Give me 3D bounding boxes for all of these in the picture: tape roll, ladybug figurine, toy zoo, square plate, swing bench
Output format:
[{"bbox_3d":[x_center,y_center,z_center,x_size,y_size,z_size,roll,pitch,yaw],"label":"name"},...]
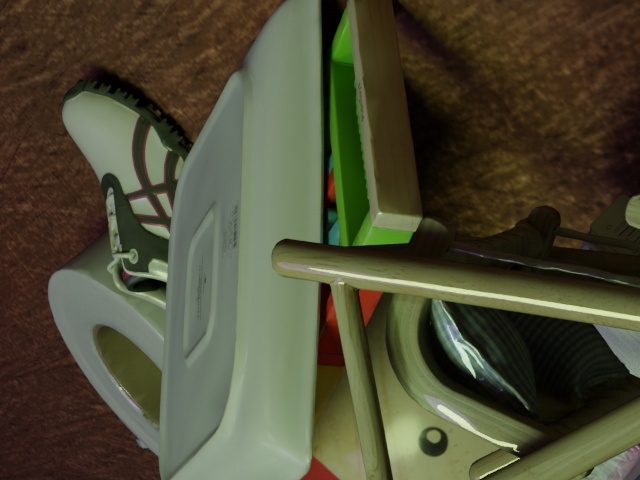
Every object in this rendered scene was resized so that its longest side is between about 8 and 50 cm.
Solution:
[{"bbox_3d":[-0.147,0.115,1.597,0.286,0.100,0.286,37,152,24],"label":"tape roll"},{"bbox_3d":[0.071,0.191,1.259,0.305,0.162,0.449,38,156,26],"label":"ladybug figurine"},{"bbox_3d":[0.000,0.000,1.078,0.293,0.030,0.192,114,158,-48],"label":"toy zoo"},{"bbox_3d":[-0.067,0.032,1.156,0.049,0.347,0.344,6,159,-14],"label":"square plate"},{"bbox_3d":[0.149,0.055,0.796,0.254,0.253,0.165,-12,87,21],"label":"swing bench"}]

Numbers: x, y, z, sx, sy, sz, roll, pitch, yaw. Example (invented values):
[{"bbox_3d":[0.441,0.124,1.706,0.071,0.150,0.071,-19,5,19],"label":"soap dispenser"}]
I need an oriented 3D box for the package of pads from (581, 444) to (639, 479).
[{"bbox_3d":[0.214,0.167,1.111,0.032,0.050,0.083,45,-175,38],"label":"package of pads"}]

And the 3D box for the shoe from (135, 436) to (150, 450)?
[{"bbox_3d":[-0.148,0.242,1.813,0.178,0.063,0.081,-16,107,58],"label":"shoe"}]

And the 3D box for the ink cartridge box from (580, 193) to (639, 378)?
[{"bbox_3d":[0.237,0.089,1.002,0.206,0.045,0.208,43,162,15],"label":"ink cartridge box"}]

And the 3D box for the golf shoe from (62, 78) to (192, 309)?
[{"bbox_3d":[-0.150,-0.024,1.395,0.273,0.120,0.105,48,156,6],"label":"golf shoe"}]
